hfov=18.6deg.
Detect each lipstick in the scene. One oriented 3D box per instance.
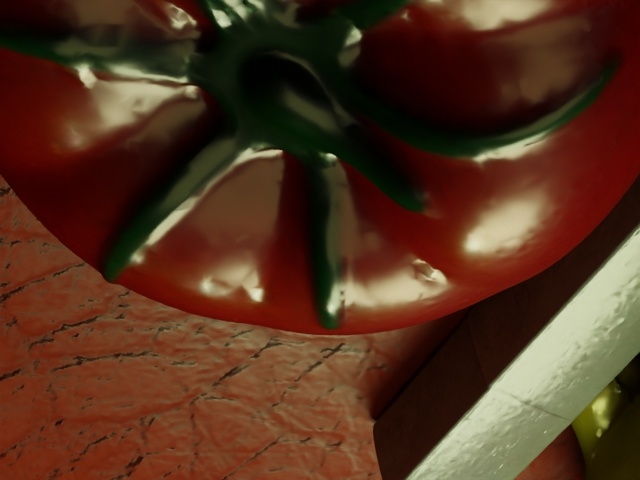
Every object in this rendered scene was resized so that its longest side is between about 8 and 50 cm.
[{"bbox_3d":[0.171,0.044,1.303,0.079,0.076,0.371,21,124,-27],"label":"lipstick"}]

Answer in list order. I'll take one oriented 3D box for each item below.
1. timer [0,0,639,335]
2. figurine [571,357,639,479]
[{"bbox_3d":[-0.003,-0.140,0.956,0.378,0.279,0.378,4,129,5],"label":"timer"},{"bbox_3d":[0.284,0.222,1.375,0.231,0.323,0.340,-39,152,-38],"label":"figurine"}]
